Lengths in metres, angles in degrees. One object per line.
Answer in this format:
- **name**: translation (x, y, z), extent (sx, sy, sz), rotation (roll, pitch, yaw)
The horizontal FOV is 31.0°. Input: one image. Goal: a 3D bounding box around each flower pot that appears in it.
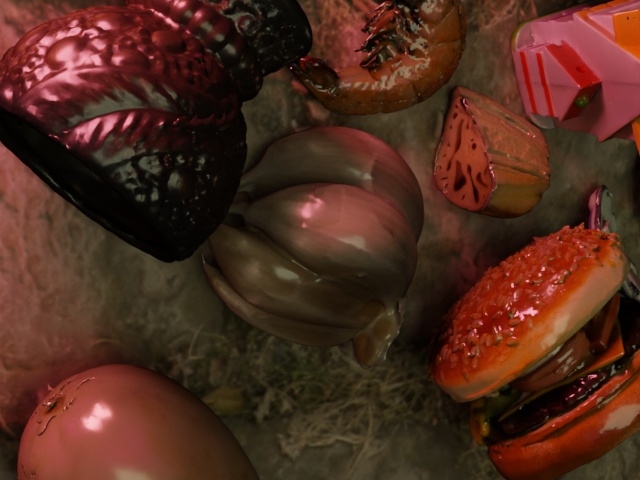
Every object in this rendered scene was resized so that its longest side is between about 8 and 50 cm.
- **flower pot**: translation (-0.158, -0.154, 1.148), extent (0.266, 0.266, 0.267), rotation (44, 75, -21)

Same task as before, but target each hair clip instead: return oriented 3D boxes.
- **hair clip**: translation (0.375, 0.023, 1.442), extent (0.049, 0.116, 0.172), rotation (-24, 107, 23)

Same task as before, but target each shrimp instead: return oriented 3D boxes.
- **shrimp**: translation (0.045, -0.271, 1.290), extent (0.222, 0.054, 0.290), rotation (-30, 117, -11)

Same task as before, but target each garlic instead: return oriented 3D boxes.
- **garlic**: translation (0.000, 0.000, 1.305), extent (0.237, 0.210, 0.292), rotation (-34, 119, 26)

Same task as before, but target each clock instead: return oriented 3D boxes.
- **clock**: translation (0.394, -0.198, 1.292), extent (0.235, 0.309, 0.166), rotation (-20, 105, -14)

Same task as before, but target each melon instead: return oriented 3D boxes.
- **melon**: translation (-0.185, 0.271, 1.231), extent (0.223, 0.223, 0.317), rotation (-41, 110, -7)

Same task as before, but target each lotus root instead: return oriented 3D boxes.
- **lotus root**: translation (0.202, -0.087, 1.373), extent (0.135, 0.095, 0.159), rotation (17, 55, -27)

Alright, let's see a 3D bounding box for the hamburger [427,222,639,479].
- **hamburger**: translation (0.265, 0.123, 1.331), extent (0.291, 0.291, 0.225), rotation (-38, 92, -9)

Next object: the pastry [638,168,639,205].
- **pastry**: translation (0.473, -0.072, 1.469), extent (0.153, 0.081, 0.153), rotation (-4, 109, -11)
